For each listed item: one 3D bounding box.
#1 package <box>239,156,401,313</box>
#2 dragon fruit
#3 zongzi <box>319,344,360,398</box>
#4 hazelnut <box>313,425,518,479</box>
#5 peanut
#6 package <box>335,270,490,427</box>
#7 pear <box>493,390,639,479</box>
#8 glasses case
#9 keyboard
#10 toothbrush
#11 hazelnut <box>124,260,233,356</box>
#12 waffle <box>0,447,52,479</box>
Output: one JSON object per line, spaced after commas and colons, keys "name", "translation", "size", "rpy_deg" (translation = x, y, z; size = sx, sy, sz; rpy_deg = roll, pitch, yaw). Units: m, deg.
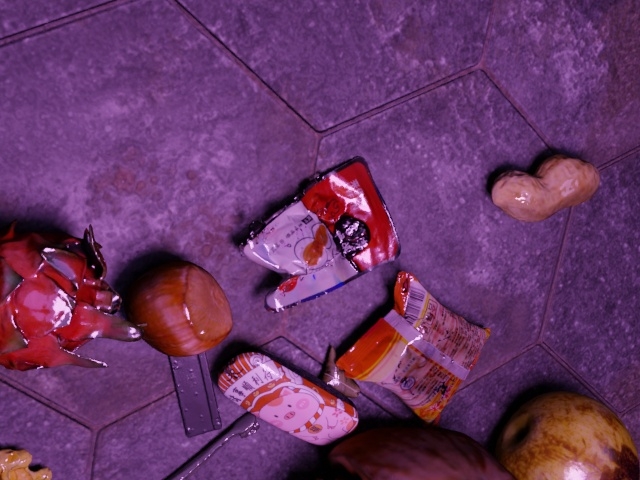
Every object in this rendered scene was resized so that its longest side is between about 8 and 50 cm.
{"name": "package", "translation": [0.000, 0.000, 1.263], "size": [0.269, 0.071, 0.194], "rpy_deg": [-34, 119, -29]}
{"name": "dragon fruit", "translation": [-0.368, 0.079, 1.030], "size": [0.274, 0.193, 0.192], "rpy_deg": [15, 68, -29]}
{"name": "zongzi", "translation": [0.040, 0.230, 1.358], "size": [0.076, 0.040, 0.083], "rpy_deg": [17, 85, -25]}
{"name": "hazelnut", "translation": [0.160, 0.477, 1.311], "size": [0.409, 0.359, 0.359], "rpy_deg": [10, 99, -33]}
{"name": "peanut", "translation": [0.410, -0.094, 1.417], "size": [0.229, 0.098, 0.103], "rpy_deg": [-19, 70, -21]}
{"name": "package", "translation": [0.181, 0.206, 1.380], "size": [0.288, 0.108, 0.223], "rpy_deg": [34, 89, -32]}
{"name": "pear", "translation": [0.475, 0.432, 1.489], "size": [0.283, 0.283, 0.284], "rpy_deg": [-7, 107, -24]}
{"name": "glasses case", "translation": [-0.051, 0.262, 1.288], "size": [0.266, 0.067, 0.103], "rpy_deg": [34, 115, -27]}
{"name": "keyboard", "translation": [-0.204, 0.225, 1.248], "size": [0.060, 0.018, 0.195], "rpy_deg": [-13, 109, -15]}
{"name": "toothbrush", "translation": [-0.223, 0.385, 1.274], "size": [0.297, 0.030, 0.030], "rpy_deg": [-36, 126, -14]}
{"name": "hazelnut", "translation": [-0.212, 0.107, 1.144], "size": [0.150, 0.150, 0.150], "rpy_deg": [-7, 107, -24]}
{"name": "waffle", "translation": [-0.549, 0.409, 1.105], "size": [0.312, 0.060, 0.307], "rpy_deg": [22, 94, -27]}
